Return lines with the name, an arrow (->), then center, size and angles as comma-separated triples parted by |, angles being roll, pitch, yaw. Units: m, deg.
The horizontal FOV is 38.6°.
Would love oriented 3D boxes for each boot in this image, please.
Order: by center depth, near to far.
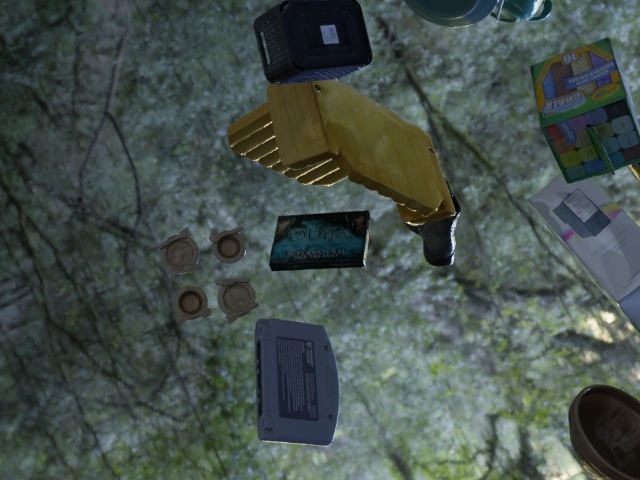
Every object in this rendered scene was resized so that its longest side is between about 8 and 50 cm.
boot -> 0.240, -0.075, 1.925 | 0.083, 0.246, 0.161 | -5, 127, -13

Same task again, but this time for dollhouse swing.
dollhouse swing -> 0.014, -0.132, 1.813 | 0.347, 0.315, 0.305 | 23, 131, -39

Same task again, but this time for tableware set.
tableware set -> -0.181, 0.056, 1.478 | 0.141, 0.169, 0.020 | -12, 172, -9

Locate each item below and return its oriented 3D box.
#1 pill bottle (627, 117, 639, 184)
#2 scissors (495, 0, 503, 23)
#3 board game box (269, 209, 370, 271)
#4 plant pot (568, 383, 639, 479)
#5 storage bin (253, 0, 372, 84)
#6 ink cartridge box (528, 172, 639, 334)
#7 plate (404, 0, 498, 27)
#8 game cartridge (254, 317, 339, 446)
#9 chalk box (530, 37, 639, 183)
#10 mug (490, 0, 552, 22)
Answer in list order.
pill bottle -> 0.765, -0.173, 2.070 | 0.119, 0.119, 0.208 | -31, 126, 25
scissors -> 0.312, -0.475, 1.454 | 0.021, 0.109, 0.297 | -12, 123, -19
board game box -> 0.000, 0.000, 1.767 | 0.186, 0.126, 0.026 | -3, 140, 14
plant pot -> 0.609, 0.430, 1.922 | 0.237, 0.237, 0.110 | -16, 147, -42
storage bin -> -0.011, -0.342, 1.568 | 0.180, 0.122, 0.084 | -13, 180, -36
ink cartridge box -> 0.518, -0.002, 1.693 | 0.119, 0.353, 0.207 | -39, 138, 10
plate -> 0.205, -0.427, 1.510 | 0.188, 0.188, 0.024 | -40, -163, 53
game cartridge -> -0.052, 0.327, 2.106 | 0.196, 0.294, 0.060 | 9, 147, -19
chalk box -> 0.412, -0.183, 1.400 | 0.132, 0.213, 0.132 | -18, 129, 22
mug -> 0.399, -0.497, 1.860 | 0.097, 0.157, 0.129 | -64, 176, -3
